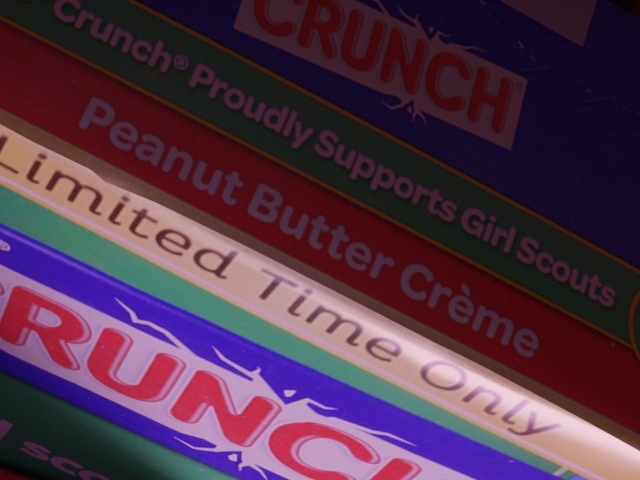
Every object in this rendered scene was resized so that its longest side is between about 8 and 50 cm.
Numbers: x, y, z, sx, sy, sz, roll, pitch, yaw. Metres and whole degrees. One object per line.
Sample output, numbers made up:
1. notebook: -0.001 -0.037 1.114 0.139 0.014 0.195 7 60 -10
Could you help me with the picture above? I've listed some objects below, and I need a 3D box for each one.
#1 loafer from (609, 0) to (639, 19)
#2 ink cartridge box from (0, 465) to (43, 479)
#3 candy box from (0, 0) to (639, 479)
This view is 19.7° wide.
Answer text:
1. loafer: 0.143 -0.057 0.553 0.319 0.112 0.111 8 -175 31
2. ink cartridge box: -0.189 0.125 0.576 0.309 0.130 0.272 17 149 9
3. candy box: -0.039 0.019 0.554 0.268 0.122 0.317 28 150 -10
